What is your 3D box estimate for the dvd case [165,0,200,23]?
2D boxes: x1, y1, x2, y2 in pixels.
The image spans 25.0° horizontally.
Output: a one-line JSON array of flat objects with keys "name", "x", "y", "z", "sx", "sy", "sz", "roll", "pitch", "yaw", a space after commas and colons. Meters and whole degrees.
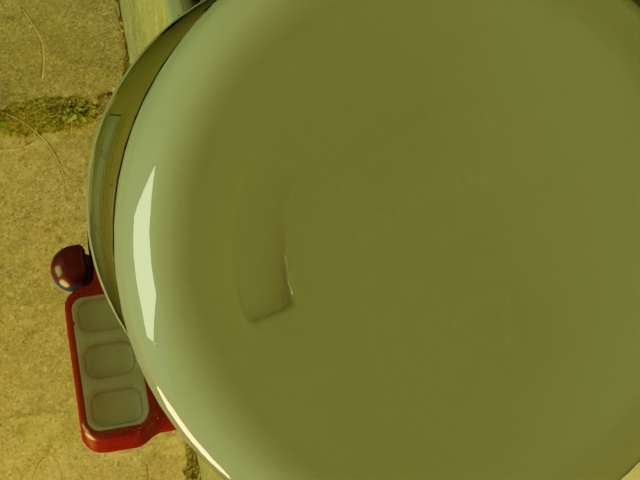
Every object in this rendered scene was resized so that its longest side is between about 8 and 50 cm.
[{"name": "dvd case", "x": -0.128, "y": -0.251, "z": 1.581, "sx": 0.180, "sy": 0.022, "sz": 0.253, "roll": 48, "pitch": -160, "yaw": -51}]

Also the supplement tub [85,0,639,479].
[{"name": "supplement tub", "x": 0.014, "y": -0.012, "z": 0.676, "sx": 0.331, "sy": 0.241, "sz": 0.241, "roll": -157, "pitch": 59, "yaw": -77}]

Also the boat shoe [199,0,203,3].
[{"name": "boat shoe", "x": -0.098, "y": -0.286, "z": 1.530, "sx": 0.083, "sy": 0.065, "sz": 0.183, "roll": 122, "pitch": 141, "yaw": -86}]

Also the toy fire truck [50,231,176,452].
[{"name": "toy fire truck", "x": -0.146, "y": 0.060, "z": 1.505, "sx": 0.169, "sy": 0.253, "sz": 0.302, "roll": 100, "pitch": 158, "yaw": -58}]
